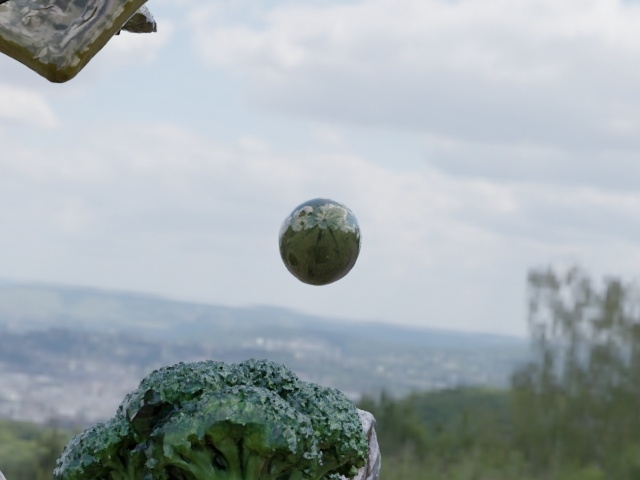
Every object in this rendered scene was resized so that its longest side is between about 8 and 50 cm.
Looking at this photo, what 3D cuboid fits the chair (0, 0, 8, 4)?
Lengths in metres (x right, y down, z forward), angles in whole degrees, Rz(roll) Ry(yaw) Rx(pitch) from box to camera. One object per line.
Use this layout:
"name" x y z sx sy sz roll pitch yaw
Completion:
"chair" -0.287 -0.248 1.097 0.247 0.172 0.159 50 -12 44

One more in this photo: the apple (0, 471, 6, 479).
"apple" -0.548 0.397 2.150 0.301 0.302 0.301 6 -4 0

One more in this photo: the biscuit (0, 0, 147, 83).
"biscuit" -0.240 -0.223 1.402 0.183 0.174 0.039 24 -30 20

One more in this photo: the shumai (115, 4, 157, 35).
"shumai" -0.259 -0.281 1.934 0.105 0.123 0.139 -46 -6 32

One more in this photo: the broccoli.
"broccoli" -0.070 0.228 1.293 0.254 0.269 0.269 -26 -20 29

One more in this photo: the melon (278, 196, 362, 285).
"melon" 0.000 0.000 1.832 0.098 0.098 0.131 6 -24 -8

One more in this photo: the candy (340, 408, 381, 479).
"candy" -0.034 0.293 1.659 0.157 0.290 0.214 20 -39 5
